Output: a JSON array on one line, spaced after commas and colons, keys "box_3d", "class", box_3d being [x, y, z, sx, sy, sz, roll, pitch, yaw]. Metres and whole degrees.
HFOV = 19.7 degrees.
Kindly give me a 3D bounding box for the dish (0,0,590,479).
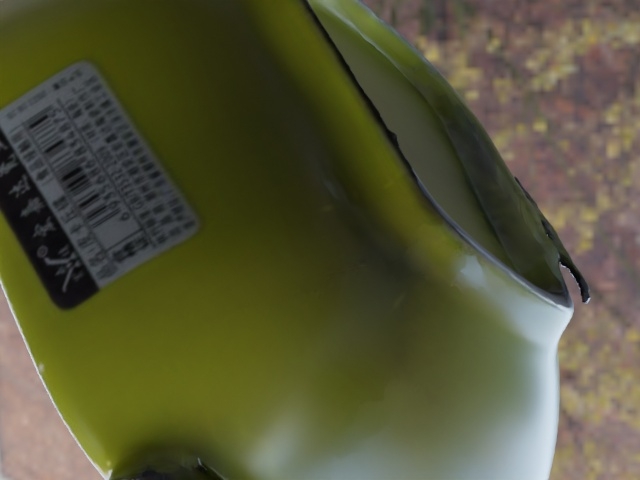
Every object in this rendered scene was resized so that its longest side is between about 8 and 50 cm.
[{"box_3d": [0.000, 0.000, 0.575, 0.221, 0.108, 0.262, 33, -158, -41], "class": "dish"}]
